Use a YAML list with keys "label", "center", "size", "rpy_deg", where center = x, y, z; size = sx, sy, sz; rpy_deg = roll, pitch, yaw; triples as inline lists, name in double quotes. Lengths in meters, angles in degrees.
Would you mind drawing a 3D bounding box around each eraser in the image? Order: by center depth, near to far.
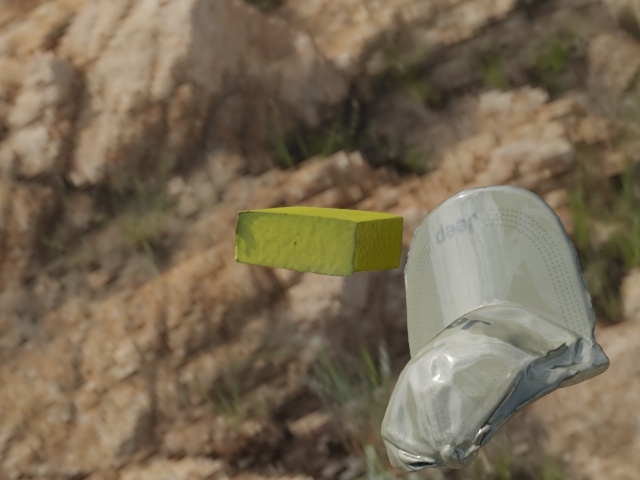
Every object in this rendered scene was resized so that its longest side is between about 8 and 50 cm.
- label: "eraser"
  center: [0.000, 0.000, 1.475]
  size: [0.097, 0.122, 0.045]
  rpy_deg: [6, 94, 17]

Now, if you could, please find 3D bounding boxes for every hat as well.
- label: "hat"
  center: [0.115, 0.076, 1.691]
  size: [0.214, 0.149, 0.244]
  rpy_deg: [-33, 70, 34]
